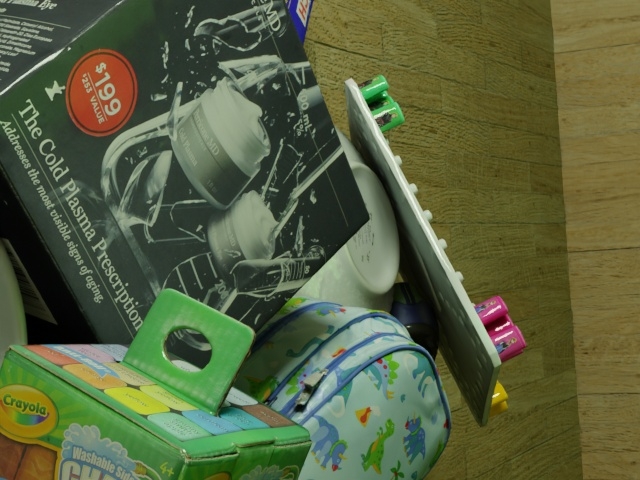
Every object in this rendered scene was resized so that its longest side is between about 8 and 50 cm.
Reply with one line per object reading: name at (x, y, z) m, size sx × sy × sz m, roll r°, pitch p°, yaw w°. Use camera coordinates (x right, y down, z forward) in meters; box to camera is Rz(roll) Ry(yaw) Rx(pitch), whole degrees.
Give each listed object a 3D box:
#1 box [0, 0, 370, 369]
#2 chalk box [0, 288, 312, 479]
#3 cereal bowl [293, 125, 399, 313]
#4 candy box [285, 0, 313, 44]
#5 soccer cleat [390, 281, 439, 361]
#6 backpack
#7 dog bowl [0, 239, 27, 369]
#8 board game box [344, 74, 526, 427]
box at (-0.160, -0.071, 1.196) m, size 0.312 × 0.179 × 0.343 m, roll -46°, pitch 130°, yaw -29°
chalk box at (-0.141, 0.183, 1.016) m, size 0.179 × 0.180 × 0.289 m, roll 5°, pitch 107°, yaw -61°
cereal bowl at (0.000, 0.000, 1.646) m, size 0.339 × 0.141 × 0.339 m, roll 33°, pitch 51°, yaw -55°
candy box at (-0.116, -0.359, 1.522) m, size 0.317 × 0.122 × 0.268 m, roll 53°, pitch 39°, yaw -47°
soccer cleat at (0.101, 0.173, 1.841) m, size 0.289 × 0.093 × 0.121 m, roll 102°, pitch -16°, yaw -47°
backpack at (-0.030, 0.218, 1.415) m, size 0.355 × 0.273 × 0.290 m, roll -54°, pitch 132°, yaw -48°
dog bowl at (-0.336, 0.082, 1.004) m, size 0.265 × 0.104 × 0.265 m, roll -5°, pitch 90°, yaw -65°
board game box at (0.143, 0.022, 1.748) m, size 0.390 × 0.050 × 0.390 m, roll 78°, pitch -13°, yaw -71°
